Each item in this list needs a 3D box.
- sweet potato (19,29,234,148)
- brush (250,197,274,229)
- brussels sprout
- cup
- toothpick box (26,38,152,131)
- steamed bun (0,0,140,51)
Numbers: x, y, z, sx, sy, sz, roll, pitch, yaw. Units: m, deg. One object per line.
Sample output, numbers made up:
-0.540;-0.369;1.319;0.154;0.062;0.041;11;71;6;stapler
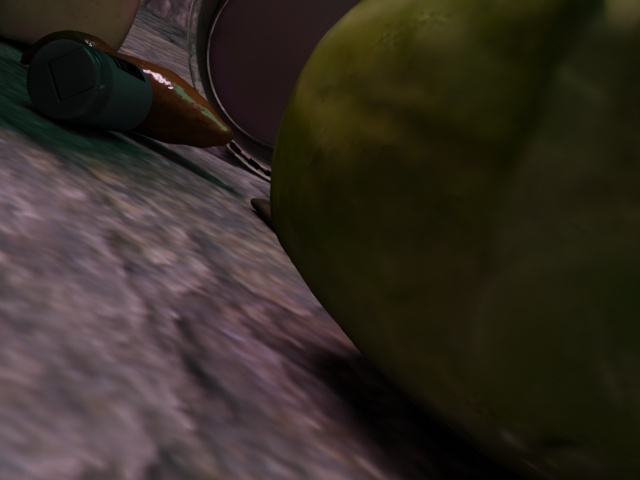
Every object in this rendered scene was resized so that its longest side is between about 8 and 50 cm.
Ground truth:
-0.143;-0.113;0.935;0.202;0.055;0.058;30;-28;33;sweet potato
0.000;0.000;0.785;0.034;0.028;0.190;25;7;-26;brush
0.134;-0.009;0.538;0.328;0.247;0.328;23;11;-5;brussels sprout
0.000;-0.167;1.160;0.253;0.253;0.274;26;0;-9;cup
-0.151;-0.100;0.840;0.052;0.052;0.083;30;8;16;toothpick box
-0.255;-0.259;1.134;0.170;0.153;0.238;29;6;16;steamed bun
